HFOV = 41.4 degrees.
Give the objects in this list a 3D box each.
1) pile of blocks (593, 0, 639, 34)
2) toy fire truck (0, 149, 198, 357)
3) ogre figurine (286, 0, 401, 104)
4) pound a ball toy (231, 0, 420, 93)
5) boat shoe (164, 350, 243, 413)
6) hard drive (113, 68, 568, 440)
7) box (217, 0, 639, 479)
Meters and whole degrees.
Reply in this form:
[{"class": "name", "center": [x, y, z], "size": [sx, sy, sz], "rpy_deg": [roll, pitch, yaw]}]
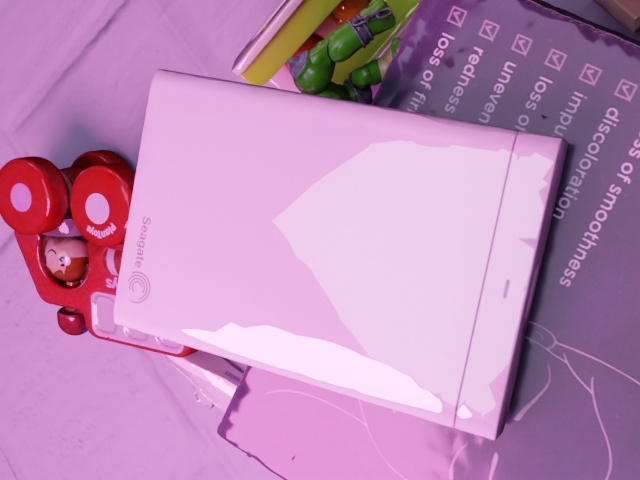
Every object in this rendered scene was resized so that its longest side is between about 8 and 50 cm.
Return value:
[{"class": "pile of blocks", "center": [0.415, -0.171, 0.790], "size": [0.362, 0.113, 0.149], "rpy_deg": [27, 69, 26]}, {"class": "toy fire truck", "center": [-0.288, 0.015, 1.124], "size": [0.302, 0.169, 0.254], "rpy_deg": [7, 102, 26]}, {"class": "ogre figurine", "center": [0.035, -0.142, 0.891], "size": [0.118, 0.197, 0.097], "rpy_deg": [-18, 55, -5]}, {"class": "pound a ball toy", "center": [0.050, -0.225, 0.976], "size": [0.208, 0.136, 0.319], "rpy_deg": [37, 109, -14]}, {"class": "boat shoe", "center": [-0.138, 0.197, 1.132], "size": [0.184, 0.066, 0.063], "rpy_deg": [27, 105, 11]}, {"class": "hard drive", "center": [0.000, 0.000, 0.703], "size": [0.353, 0.047, 0.233], "rpy_deg": [13, 97, 22]}, {"class": "box", "center": [0.242, 0.080, 0.786], "size": [0.471, 0.297, 0.480], "rpy_deg": [30, 103, 20]}]
